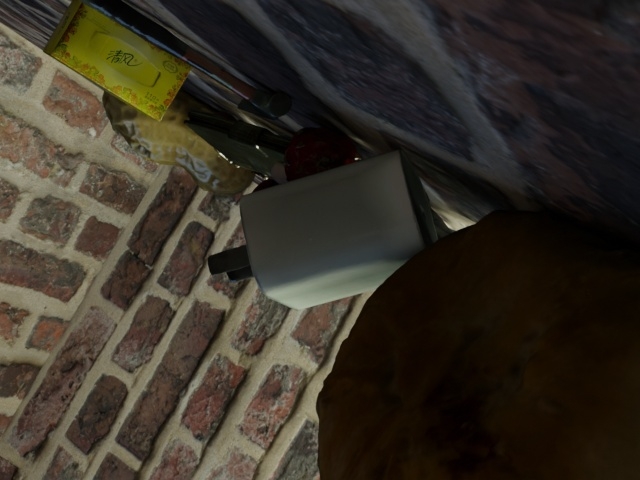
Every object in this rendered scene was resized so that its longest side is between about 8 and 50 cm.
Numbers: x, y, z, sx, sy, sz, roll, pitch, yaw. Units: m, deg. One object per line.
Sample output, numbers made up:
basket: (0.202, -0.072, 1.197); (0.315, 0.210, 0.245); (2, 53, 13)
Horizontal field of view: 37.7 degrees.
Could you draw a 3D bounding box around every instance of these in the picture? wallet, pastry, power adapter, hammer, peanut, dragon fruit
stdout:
wallet: (-0.072, -0.136, 1.523); (0.317, 0.044, 0.169); (21, 167, 42)
pastry: (0.185, 0.162, 0.867); (0.245, 0.409, 0.409); (44, 172, -32)
power adapter: (0.000, 0.000, 1.070); (0.255, 0.124, 0.187); (-15, 165, 12)
hammer: (-0.167, -0.227, 1.117); (0.288, 0.033, 0.111); (31, 178, -12)
peanut: (-0.262, -0.197, 1.766); (0.325, 0.153, 0.140); (38, -179, -17)
dragon fruit: (0.007, -0.095, 1.181); (0.094, 0.094, 0.190); (30, -170, 10)

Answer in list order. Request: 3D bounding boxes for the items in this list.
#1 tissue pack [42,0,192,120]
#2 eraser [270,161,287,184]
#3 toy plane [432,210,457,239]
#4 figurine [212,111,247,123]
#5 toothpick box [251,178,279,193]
tissue pack: (-0.276, -0.250, 1.286); (0.176, 0.095, 0.062); (32, 179, -31)
eraser: (0.050, -0.053, 1.290); (0.204, 0.059, 0.243); (25, -177, -18)
toy plane: (0.167, 0.009, 1.293); (0.212, 0.088, 0.267); (17, -173, -28)
figurine: (-0.178, -0.197, 1.671); (0.083, 0.067, 0.071); (28, 177, -32)
toothpick box: (-0.036, -0.031, 1.880); (0.204, 0.204, 0.333); (31, 179, -12)
